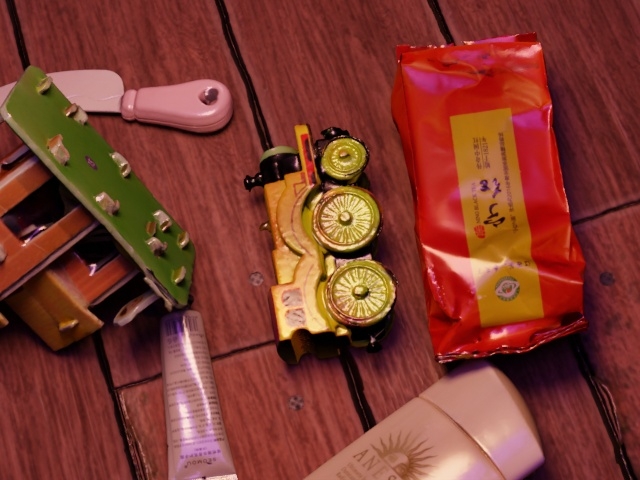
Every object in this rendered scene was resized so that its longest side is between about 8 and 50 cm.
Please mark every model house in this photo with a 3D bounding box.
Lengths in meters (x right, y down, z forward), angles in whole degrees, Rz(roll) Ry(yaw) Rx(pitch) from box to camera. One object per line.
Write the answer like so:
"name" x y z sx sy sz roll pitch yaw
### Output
"model house" -0.360 -0.004 1.801 0.323 0.340 0.300 -36 108 11

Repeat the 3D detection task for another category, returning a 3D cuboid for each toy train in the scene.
"toy train" 0.000 0.000 1.785 0.160 0.100 0.296 -10 64 0

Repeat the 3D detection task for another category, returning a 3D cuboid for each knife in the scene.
"knife" -0.276 -0.188 1.925 0.335 0.043 0.081 6 59 8

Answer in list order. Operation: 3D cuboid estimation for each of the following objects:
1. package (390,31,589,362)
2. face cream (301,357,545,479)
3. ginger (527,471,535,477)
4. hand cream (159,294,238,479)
"package" 0.198 -0.049 1.784 0.196 0.123 0.424 -8 65 2
"face cream" 0.090 0.271 1.648 0.348 0.081 0.173 -35 44 -12
"ginger" 0.197 0.274 1.680 0.097 0.030 0.048 -15 56 -4
"hand cream" -0.150 0.175 1.744 0.080 0.050 0.234 -9 69 -2
